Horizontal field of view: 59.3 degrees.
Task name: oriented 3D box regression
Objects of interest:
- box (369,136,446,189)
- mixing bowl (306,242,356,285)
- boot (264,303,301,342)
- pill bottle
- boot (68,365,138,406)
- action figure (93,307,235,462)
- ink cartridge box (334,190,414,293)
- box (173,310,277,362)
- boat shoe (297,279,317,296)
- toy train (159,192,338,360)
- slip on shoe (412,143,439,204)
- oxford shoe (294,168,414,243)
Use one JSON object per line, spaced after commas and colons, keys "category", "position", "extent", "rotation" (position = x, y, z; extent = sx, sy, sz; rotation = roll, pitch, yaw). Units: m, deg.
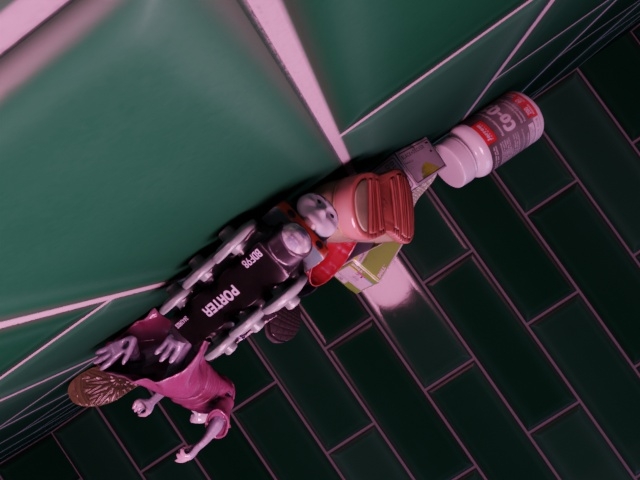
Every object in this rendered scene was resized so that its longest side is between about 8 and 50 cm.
{"category": "box", "position": [0.135, -0.112, 1.315], "extent": [0.290, 0.087, 0.169], "rotation": [-37, 177, 40]}
{"category": "mixing bowl", "position": [0.000, 0.000, 1.246], "extent": [0.181, 0.098, 0.181], "rotation": [-44, 157, -25]}
{"category": "boot", "position": [-0.177, 0.222, 1.736], "extent": [0.223, 0.118, 0.338], "rotation": [-38, -151, 25]}
{"category": "pill bottle", "position": [0.456, -0.276, 1.549], "extent": [0.283, 0.161, 0.161], "rotation": [-34, 177, -13]}
{"category": "boot", "position": [-0.522, 0.361, 1.439], "extent": [0.236, 0.089, 0.269], "rotation": [-13, 171, -28]}
{"category": "action figure", "position": [-0.267, 0.270, 1.134], "extent": [0.275, 0.248, 0.370], "rotation": [-54, 143, -17]}
{"category": "ink cartridge box", "position": [0.157, 0.011, 1.420], "extent": [0.188, 0.097, 0.255], "rotation": [-55, -169, -30]}
{"category": "box", "position": [-0.210, 0.157, 1.248], "extent": [0.180, 0.147, 0.077], "rotation": [-34, 178, -7]}
{"category": "boat shoe", "position": [-0.055, 0.066, 1.490], "extent": [0.500, 0.156, 0.187], "rotation": [-34, 176, -37]}
{"category": "toy train", "position": [-0.107, 0.048, 0.839], "extent": [0.334, 0.142, 0.190], "rotation": [-39, -173, 41]}
{"category": "slip on shoe", "position": [0.220, -0.153, 1.516], "extent": [0.123, 0.101, 0.331], "rotation": [-16, 155, -21]}
{"category": "oxford shoe", "position": [0.074, -0.060, 1.040], "extent": [0.147, 0.140, 0.397], "rotation": [-6, 176, 26]}
